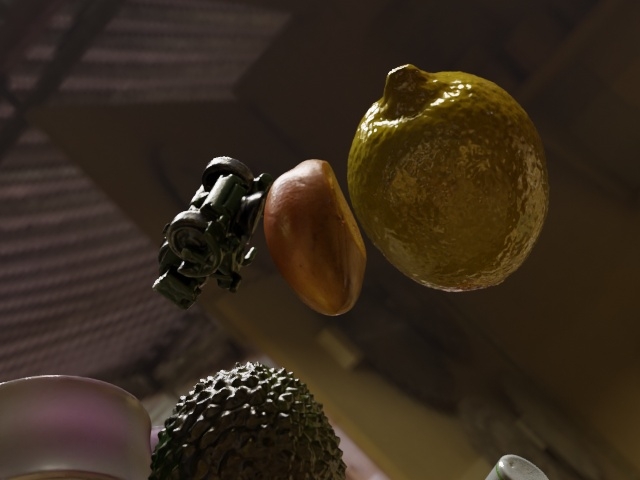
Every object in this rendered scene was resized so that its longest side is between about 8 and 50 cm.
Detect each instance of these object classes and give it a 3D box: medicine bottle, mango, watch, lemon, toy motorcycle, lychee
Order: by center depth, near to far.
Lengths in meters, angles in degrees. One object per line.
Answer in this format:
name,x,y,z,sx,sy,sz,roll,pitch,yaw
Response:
lychee,-0.055,0.169,1.182,0.171,0.171,0.171,-44,-10,-9
watch,-0.210,0.227,1.348,0.248,0.211,0.217,-10,-39,1
lemon,0.122,-0.055,1.449,0.187,0.244,0.187,-19,23,8
mango,-0.006,0.003,1.902,0.102,0.217,0.141,-25,-36,15
medicine bottle,0.227,0.379,2.054,0.183,0.086,0.086,-59,-14,23
toy motorcycle,-0.149,0.008,2.074,0.275,0.127,0.205,-59,4,42
